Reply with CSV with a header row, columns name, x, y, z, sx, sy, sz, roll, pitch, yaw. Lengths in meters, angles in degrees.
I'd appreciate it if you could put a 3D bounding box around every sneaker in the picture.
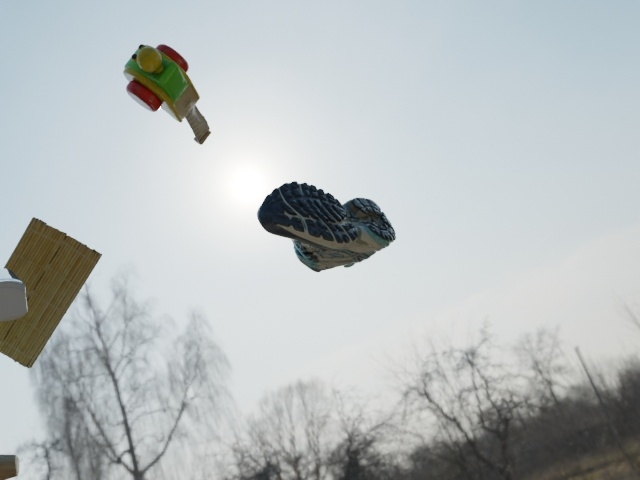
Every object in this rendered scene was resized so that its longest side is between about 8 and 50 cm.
name,x,y,z,sx,sy,sz,roll,pitch,yaw
sneaker,0.000,0.000,1.038,0.122,0.110,0.283,-44,-31,25

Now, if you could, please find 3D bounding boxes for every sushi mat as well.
name,x,y,z,sx,sy,sz,roll,pitch,yaw
sushi mat,-0.589,0.111,1.411,0.316,0.151,0.019,-54,12,14

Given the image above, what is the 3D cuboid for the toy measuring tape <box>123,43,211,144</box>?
name,x,y,z,sx,sy,sz,roll,pitch,yaw
toy measuring tape,-0.290,-0.278,1.297,0.121,0.121,0.330,-20,-13,-1

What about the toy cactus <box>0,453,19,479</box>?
name,x,y,z,sx,sy,sz,roll,pitch,yaw
toy cactus,-0.576,0.380,1.093,0.180,0.219,0.112,-5,-63,-11

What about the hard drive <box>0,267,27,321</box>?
name,x,y,z,sx,sy,sz,roll,pitch,yaw
hard drive,-0.428,0.064,0.729,0.203,0.040,0.307,-7,3,-26
